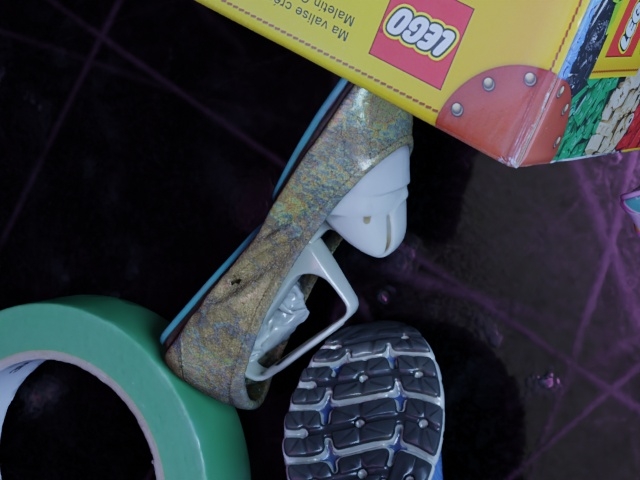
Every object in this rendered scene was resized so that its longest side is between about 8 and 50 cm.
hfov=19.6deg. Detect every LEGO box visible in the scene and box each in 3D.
[{"bbox_3d":[0.033,-0.251,1.292,0.500,0.372,0.193,30,108,23],"label":"LEGO box"}]

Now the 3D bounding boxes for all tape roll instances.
[{"bbox_3d":[-0.217,0.210,1.636,0.321,0.077,0.321,3,96,27],"label":"tape roll"}]

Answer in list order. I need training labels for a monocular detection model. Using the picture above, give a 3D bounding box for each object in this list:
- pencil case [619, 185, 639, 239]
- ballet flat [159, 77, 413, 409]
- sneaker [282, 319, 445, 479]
[{"bbox_3d":[0.317,0.072,1.316,0.124,0.124,0.284,-24,83,28],"label":"pencil case"},{"bbox_3d":[0.000,0.000,1.481,0.123,0.123,0.348,44,116,17],"label":"ballet flat"},{"bbox_3d":[0.041,0.226,1.469,0.130,0.147,0.330,0,74,9],"label":"sneaker"}]
